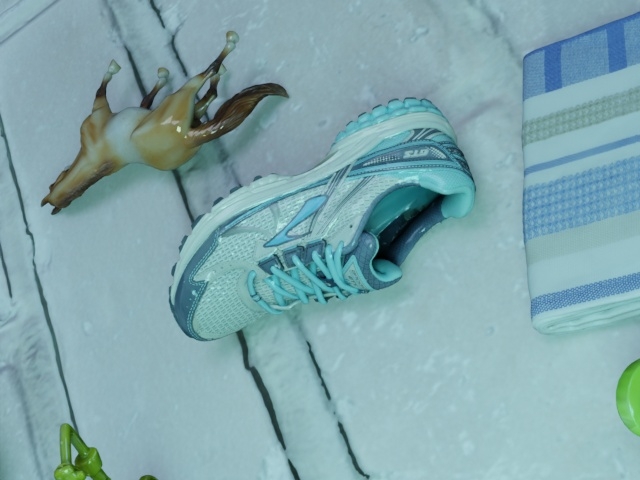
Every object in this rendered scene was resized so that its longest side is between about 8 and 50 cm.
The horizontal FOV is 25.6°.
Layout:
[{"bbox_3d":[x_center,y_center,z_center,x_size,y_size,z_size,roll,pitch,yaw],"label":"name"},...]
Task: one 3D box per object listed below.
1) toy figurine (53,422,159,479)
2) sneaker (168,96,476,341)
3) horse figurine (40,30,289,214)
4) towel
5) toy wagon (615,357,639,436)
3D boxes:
[{"bbox_3d":[-0.165,0.333,0.954,0.217,0.191,0.362,-41,41,9],"label":"toy figurine"},{"bbox_3d":[0.000,0.000,1.148,0.283,0.110,0.122,-37,46,7],"label":"sneaker"},{"bbox_3d":[-0.163,-0.119,1.393,0.263,0.066,0.174,-4,49,37],"label":"horse figurine"},{"bbox_3d":[0.252,-0.066,1.066,0.209,0.034,0.285,-17,48,25],"label":"towel"},{"bbox_3d":[0.267,0.073,0.800,0.344,0.068,0.267,-66,13,-14],"label":"toy wagon"}]
